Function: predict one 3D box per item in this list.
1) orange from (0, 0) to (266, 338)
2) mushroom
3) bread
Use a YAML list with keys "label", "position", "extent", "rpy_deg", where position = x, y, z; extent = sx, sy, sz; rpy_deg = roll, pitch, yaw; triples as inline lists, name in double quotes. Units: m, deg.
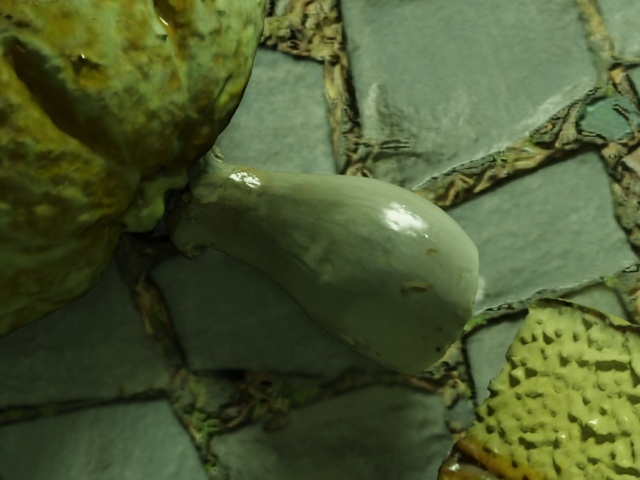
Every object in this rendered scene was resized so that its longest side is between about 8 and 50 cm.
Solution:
- label: "orange"
  position: [-0.220, -0.117, 1.042]
  extent: [0.271, 0.210, 0.369]
  rpy_deg: [38, 86, 31]
- label: "mushroom"
  position: [0.000, 0.000, 1.070]
  extent: [0.225, 0.093, 0.116]
  rpy_deg: [28, 99, 6]
- label: "bread"
  position: [0.169, 0.177, 1.030]
  extent: [0.141, 0.178, 0.266]
  rpy_deg: [24, 88, -24]
